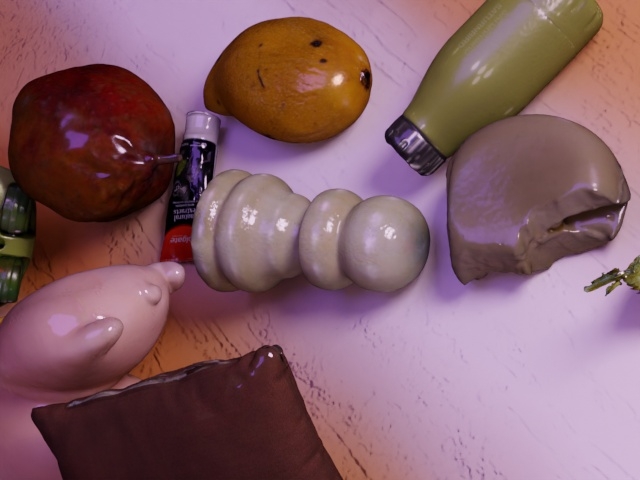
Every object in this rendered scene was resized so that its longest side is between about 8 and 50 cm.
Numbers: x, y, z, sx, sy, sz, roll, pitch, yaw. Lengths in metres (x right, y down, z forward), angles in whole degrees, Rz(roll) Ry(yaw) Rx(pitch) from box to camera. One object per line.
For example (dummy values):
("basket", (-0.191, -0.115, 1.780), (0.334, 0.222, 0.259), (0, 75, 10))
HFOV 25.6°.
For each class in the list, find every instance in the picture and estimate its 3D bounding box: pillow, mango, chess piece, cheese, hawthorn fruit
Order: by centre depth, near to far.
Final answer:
("pillow", (-0.109, 0.267, 1.394), (0.308, 0.305, 0.108), (-16, 16, 29))
("cheese", (0.218, -0.047, 1.435), (0.202, 0.091, 0.175), (-7, 64, 33))
("chess piece", (0.000, 0.000, 1.544), (0.251, 0.144, 0.144), (6, 70, 31))
("mango", (-0.049, -0.196, 1.689), (0.262, 0.109, 0.157), (10, 76, 40))
("hawthorn fruit", (-0.263, -0.118, 1.734), (0.248, 0.208, 0.208), (14, 75, 47))

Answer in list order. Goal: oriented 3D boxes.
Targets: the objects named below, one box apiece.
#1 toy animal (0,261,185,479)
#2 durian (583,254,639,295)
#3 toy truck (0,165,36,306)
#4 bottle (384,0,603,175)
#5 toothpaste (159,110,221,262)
("toy animal", (-0.256, 0.172, 1.589), (0.345, 0.277, 0.247), (-25, 82, 35))
("durian", (0.346, 0.001, 1.313), (0.215, 0.100, 0.086), (-39, 47, 4))
("toy truck", (-0.449, 0.002, 1.841), (0.210, 0.148, 0.187), (138, 141, -74))
("bottle", (0.180, -0.181, 1.518), (0.260, 0.112, 0.112), (-45, 49, 6))
("toothpaste", (-0.157, -0.063, 1.742), (0.071, 0.045, 0.193), (-2, 71, 35))
